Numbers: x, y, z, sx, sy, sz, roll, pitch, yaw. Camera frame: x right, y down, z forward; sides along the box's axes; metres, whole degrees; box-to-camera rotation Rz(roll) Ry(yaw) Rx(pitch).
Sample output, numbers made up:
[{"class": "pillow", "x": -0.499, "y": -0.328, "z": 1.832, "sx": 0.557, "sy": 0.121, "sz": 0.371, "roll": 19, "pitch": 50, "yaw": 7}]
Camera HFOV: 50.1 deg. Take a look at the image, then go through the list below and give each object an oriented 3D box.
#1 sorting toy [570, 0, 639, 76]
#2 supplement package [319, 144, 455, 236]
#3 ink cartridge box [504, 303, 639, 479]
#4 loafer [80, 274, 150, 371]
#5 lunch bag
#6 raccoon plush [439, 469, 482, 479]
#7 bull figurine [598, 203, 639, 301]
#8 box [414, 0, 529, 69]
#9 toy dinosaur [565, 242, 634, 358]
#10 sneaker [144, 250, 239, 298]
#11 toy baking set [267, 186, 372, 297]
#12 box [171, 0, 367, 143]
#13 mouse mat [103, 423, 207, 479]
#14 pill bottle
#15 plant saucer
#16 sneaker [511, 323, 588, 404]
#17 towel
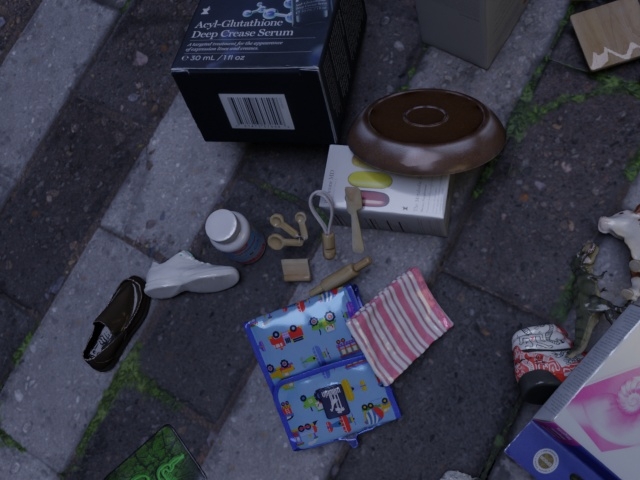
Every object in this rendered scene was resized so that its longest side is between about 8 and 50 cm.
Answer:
[{"class": "sorting toy", "x": 0.591, "y": -0.420, "z": 1.395, "sx": 0.132, "sy": 0.046, "sz": 0.274, "roll": -16, "pitch": 72, "yaw": 9}, {"class": "supplement package", "x": 0.137, "y": -0.098, "z": 1.370, "sx": 0.244, "sy": 0.134, "sz": 0.139, "roll": 6, "pitch": 76, "yaw": 15}, {"class": "ink cartridge box", "x": 0.531, "y": 0.330, "z": 1.117, "sx": 0.324, "sy": 0.071, "sz": 0.330, "roll": 40, "pitch": 90, "yaw": -5}, {"class": "loafer", "x": -0.438, "y": 0.176, "z": 1.462, "sx": 0.080, "sy": 0.078, "sz": 0.220, "roll": 19, "pitch": 80, "yaw": 18}, {"class": "lunch bag", "x": 0.012, "y": 0.257, "z": 1.324, "sx": 0.221, "sy": 0.138, "sz": 0.293, "roll": -21, "pitch": 84, "yaw": 6}, {"class": "raccoon plush", "x": 0.345, "y": 0.552, "z": 1.054, "sx": 0.447, "sy": 0.299, "sz": 0.216, "roll": 24, "pitch": 82, "yaw": 19}, {"class": "bull figurine", "x": 0.613, "y": 0.066, "z": 1.200, "sx": 0.310, "sy": 0.101, "sz": 0.188, "roll": 44, "pitch": 49, "yaw": 14}, {"class": "box", "x": 0.305, "y": -0.532, "z": 1.335, "sx": 0.168, "sy": 0.345, "sz": 0.215, "roll": 30, "pitch": 83, "yaw": 20}, {"class": "toy dinosaur", "x": 0.506, "y": 0.122, "z": 1.232, "sx": 0.118, "sy": 0.064, "sz": 0.268, "roll": 14, "pitch": 48, "yaw": 11}, {"class": "sneaker", "x": -0.276, "y": 0.062, "z": 1.462, "sx": 0.212, "sy": 0.080, "sz": 0.094, "roll": -7, "pitch": 59, "yaw": 12}, {"class": "toy baking set", "x": 0.003, "y": 0.006, "z": 1.346, "sx": 0.256, "sy": 0.030, "sz": 0.196, "roll": -28, "pitch": 107, "yaw": 30}, {"class": "box", "x": -0.086, "y": -0.414, "z": 1.414, "sx": 0.294, "sy": 0.212, "sz": 0.395, "roll": 3, "pitch": 57, "yaw": 15}, {"class": "mouse mat", "x": -0.338, "y": 0.490, "z": 1.392, "sx": 0.190, "sy": 0.007, "sz": 0.152, "roll": -42, "pitch": 70, "yaw": 1}, {"class": "pill bottle", "x": -0.176, "y": -0.009, "z": 1.407, "sx": 0.087, "sy": 0.160, "sz": 0.087, "roll": -4, "pitch": 75, "yaw": 13}, {"class": "plant saucer", "x": 0.205, "y": -0.226, "z": 1.339, "sx": 0.311, "sy": 0.050, "sz": 0.310, "roll": -3, "pitch": 38, "yaw": 3}, {"class": "sneaker", "x": 0.474, "y": 0.223, "z": 1.221, "sx": 0.270, "sy": 0.090, "sz": 0.145, "roll": 7, "pitch": 43, "yaw": -7}, {"class": "towel", "x": 0.150, "y": 0.157, "z": 1.280, "sx": 0.197, "sy": 0.029, "sz": 0.144, "roll": -36, "pitch": 96, "yaw": -29}]
